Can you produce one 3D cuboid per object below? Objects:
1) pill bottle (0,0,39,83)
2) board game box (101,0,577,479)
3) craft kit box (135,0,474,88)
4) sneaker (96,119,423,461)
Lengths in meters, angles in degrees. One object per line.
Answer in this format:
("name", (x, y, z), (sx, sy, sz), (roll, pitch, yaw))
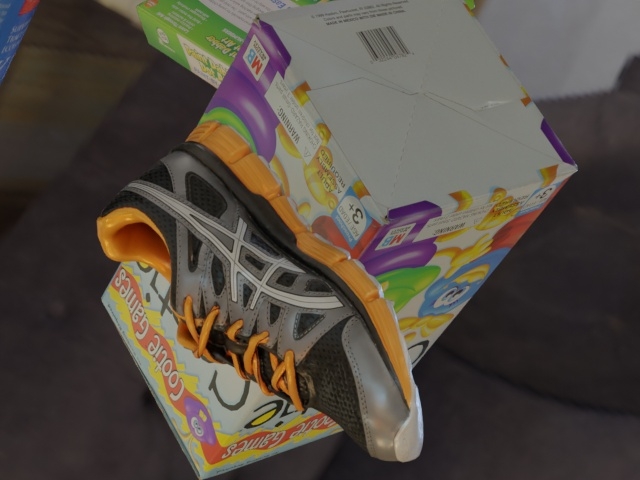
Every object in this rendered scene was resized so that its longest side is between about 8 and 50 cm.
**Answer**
("pill bottle", (-0.205, -0.148, 0.911), (0.124, 0.124, 0.221), (-14, 142, -52))
("board game box", (0.000, 0.000, 1.016), (0.144, 0.142, 0.275), (-15, 154, -35))
("craft kit box", (-0.017, -0.236, 1.748), (0.246, 0.250, 0.061), (-34, 135, -22))
("sneaker", (-0.027, 0.034, 0.818), (0.083, 0.215, 0.084), (-30, 141, -19))
